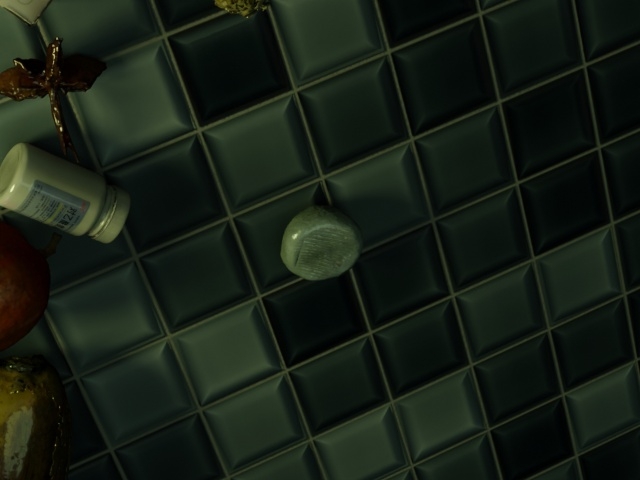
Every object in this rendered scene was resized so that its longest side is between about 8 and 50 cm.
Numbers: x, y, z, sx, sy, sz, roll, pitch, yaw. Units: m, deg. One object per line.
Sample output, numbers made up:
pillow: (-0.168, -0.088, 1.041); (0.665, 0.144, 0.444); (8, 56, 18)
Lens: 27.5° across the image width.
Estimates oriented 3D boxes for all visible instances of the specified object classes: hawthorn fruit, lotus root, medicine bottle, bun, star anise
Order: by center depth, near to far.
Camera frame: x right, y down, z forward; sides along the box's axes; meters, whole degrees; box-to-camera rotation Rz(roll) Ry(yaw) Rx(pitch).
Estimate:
star anise: (-0.386, -0.202, 1.891); (0.158, 0.144, 0.140); (-21, 161, 24)
hawthorn fruit: (-0.493, 0.062, 1.947); (0.253, 0.205, 0.205); (-30, 123, -11)
medicine bottle: (-0.389, -0.068, 1.970); (0.186, 0.103, 0.103); (25, 105, -31)
lotus root: (-0.506, 0.366, 2.108); (0.196, 0.179, 0.397); (5, 108, -14)
bun: (0.000, 0.000, 2.177); (0.141, 0.083, 0.141); (-7, 126, -10)

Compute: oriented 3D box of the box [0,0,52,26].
box: (-0.433, -0.444, 1.755); (0.251, 0.106, 0.203); (33, 102, -33)

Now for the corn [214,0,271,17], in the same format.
corn: (-0.138, -0.470, 1.862); (0.115, 0.115, 0.318); (-18, 119, -12)
